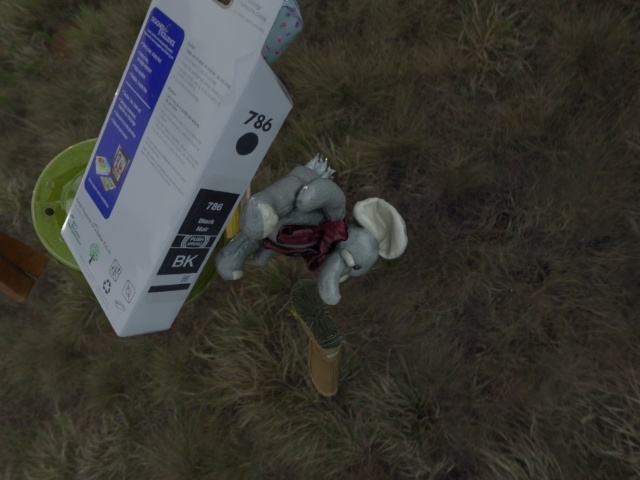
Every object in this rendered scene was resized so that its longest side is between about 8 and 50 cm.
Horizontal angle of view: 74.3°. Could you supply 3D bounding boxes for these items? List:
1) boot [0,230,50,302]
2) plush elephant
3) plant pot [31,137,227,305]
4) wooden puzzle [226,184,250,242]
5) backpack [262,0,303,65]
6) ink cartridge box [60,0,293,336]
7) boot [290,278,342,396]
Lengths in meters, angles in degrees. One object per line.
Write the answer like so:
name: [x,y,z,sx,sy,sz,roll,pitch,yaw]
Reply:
boot: [-0.762,-0.030,1.002,0.096,0.280,0.264,-23,45,16]
plush elephant: [0.000,0.000,0.812,0.255,0.330,0.272,43,140,-2]
plant pot: [-0.378,-0.034,0.852,0.366,0.353,0.366,2,80,-11]
wooden puzzle: [-0.281,-0.074,1.190,0.221,0.044,0.239,-7,85,37]
backpack: [-0.127,-0.464,0.923,0.182,0.152,0.115,-38,72,19]
ink cartridge box: [-0.137,-0.086,0.394,0.165,0.065,0.333,46,115,28]
boot: [-0.016,0.269,1.153,0.089,0.269,0.236,-14,51,-13]
